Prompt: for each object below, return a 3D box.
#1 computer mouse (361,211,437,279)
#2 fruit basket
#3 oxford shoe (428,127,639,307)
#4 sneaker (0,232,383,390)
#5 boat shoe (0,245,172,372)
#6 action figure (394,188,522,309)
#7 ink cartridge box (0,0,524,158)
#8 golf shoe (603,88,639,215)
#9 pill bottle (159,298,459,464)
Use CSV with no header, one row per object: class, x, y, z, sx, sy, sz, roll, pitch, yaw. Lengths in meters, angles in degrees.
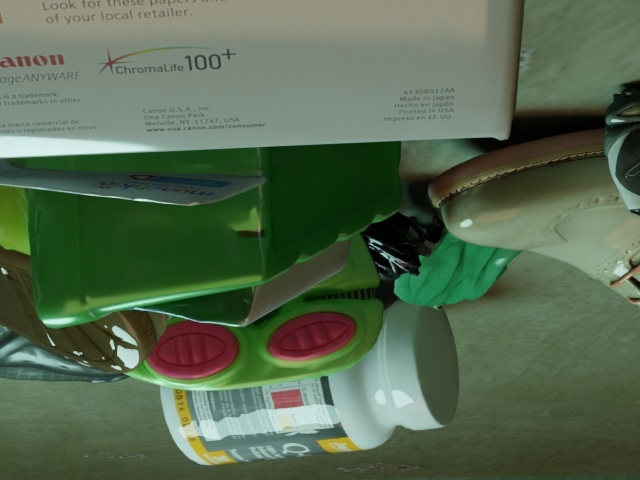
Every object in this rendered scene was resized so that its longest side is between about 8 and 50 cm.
computer mouse,0.000,0.000,1.210,0.188,0.072,0.272,24,161,8
fruit basket,-0.144,-0.046,0.802,0.353,0.166,0.327,-3,-170,23
oxford shoe,0.272,0.005,1.150,0.396,0.147,0.140,4,163,-17
sneaker,-0.158,0.020,1.135,0.482,0.185,0.202,3,174,30
boat shoe,-0.219,-0.016,1.004,0.341,0.110,0.122,21,144,28
action figure,0.110,0.014,1.311,0.137,0.064,0.232,-2,160,-6
ink cartridge box,-0.086,-0.164,0.512,0.309,0.130,0.272,-2,140,0
golf shoe,0.292,-0.063,1.023,0.198,0.094,0.077,-10,161,20
pill bottle,-0.010,0.139,1.550,0.278,0.162,0.162,-9,162,23
